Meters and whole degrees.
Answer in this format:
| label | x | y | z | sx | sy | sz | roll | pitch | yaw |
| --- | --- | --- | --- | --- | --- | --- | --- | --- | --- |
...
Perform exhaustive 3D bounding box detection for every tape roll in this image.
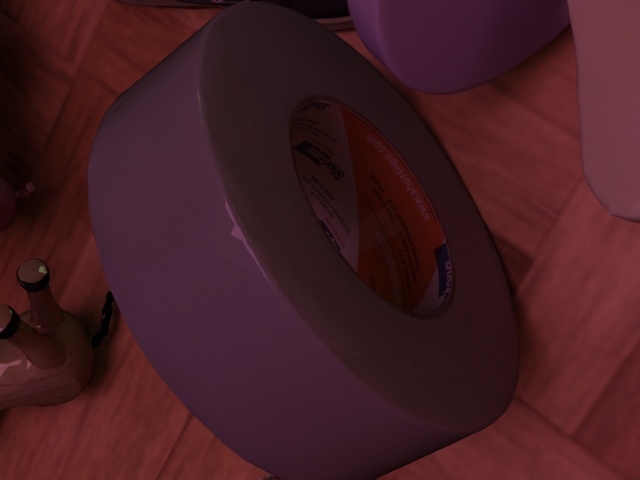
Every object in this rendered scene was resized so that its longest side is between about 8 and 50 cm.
| label | x | y | z | sx | sy | sz | roll | pitch | yaw |
| --- | --- | --- | --- | --- | --- | --- | --- | --- | --- |
| tape roll | 0.000 | 0.000 | 0.489 | 0.072 | 0.219 | 0.219 | -32 | 76 | 29 |

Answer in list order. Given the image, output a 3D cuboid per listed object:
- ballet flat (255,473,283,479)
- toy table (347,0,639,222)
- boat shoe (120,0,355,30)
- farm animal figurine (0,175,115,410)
| label | x | y | z | sx | sy | sz | roll | pitch | yaw |
| --- | --- | --- | --- | --- | --- | --- | --- | --- | --- |
| ballet flat | 0.047 | 0.187 | 0.549 | 0.241 | 0.077 | 0.091 | 11 | 96 | 29 |
| toy table | 0.142 | -0.148 | 0.406 | 0.161 | 0.252 | 0.274 | 49 | 131 | 38 |
| boat shoe | -0.052 | -0.175 | 0.585 | 0.285 | 0.092 | 0.102 | 11 | 99 | 31 |
| farm animal figurine | -0.337 | 0.071 | 0.711 | 0.330 | 0.172 | 0.327 | 34 | 67 | 25 |
